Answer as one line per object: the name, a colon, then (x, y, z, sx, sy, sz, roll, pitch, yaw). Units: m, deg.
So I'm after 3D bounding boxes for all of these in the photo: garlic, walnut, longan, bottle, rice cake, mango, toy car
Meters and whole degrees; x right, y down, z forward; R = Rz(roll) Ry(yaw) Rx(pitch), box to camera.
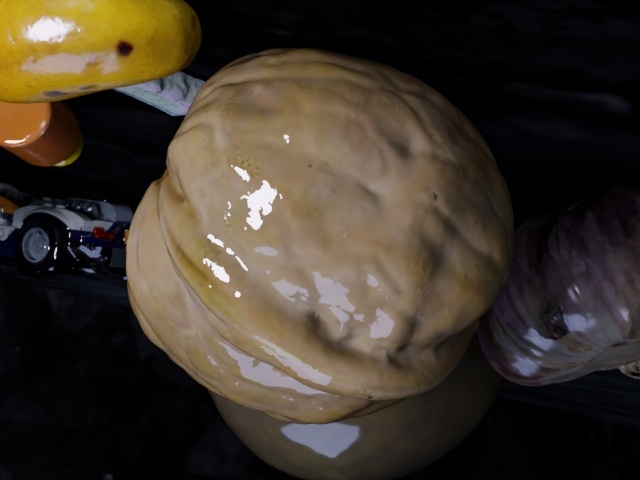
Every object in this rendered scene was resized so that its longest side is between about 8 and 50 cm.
garlic: (0.251, 0.030, 1.430, 0.245, 0.160, 0.245, -10, 158, -4)
walnut: (0.000, 0.000, 1.195, 0.285, 0.285, 0.296, 15, 134, -26)
longan: (0.034, 0.084, 1.567, 0.319, 0.319, 0.319, 11, 171, 2)
bottle: (-0.255, -0.101, 1.495, 0.069, 0.069, 0.187, 10, 172, 6)
rice cake: (-0.170, -0.136, 1.268, 0.211, 0.034, 0.043, 18, 172, -40)
mango: (-0.171, -0.137, 1.088, 0.178, 0.090, 0.115, 2, 178, 33)
toy car: (-0.336, -0.011, 2.032, 0.301, 0.118, 0.193, 5, 178, 34)
